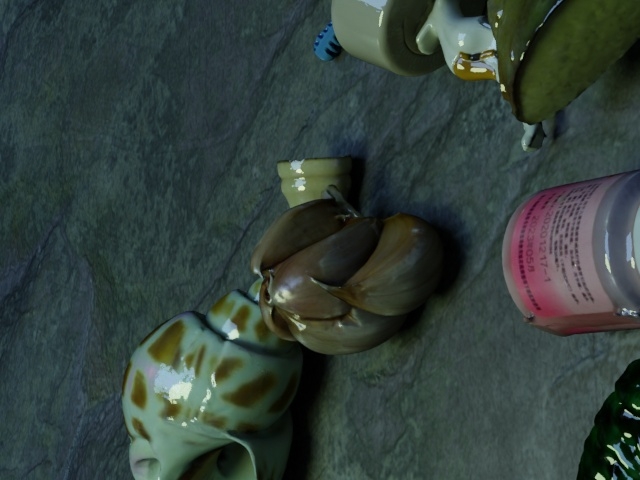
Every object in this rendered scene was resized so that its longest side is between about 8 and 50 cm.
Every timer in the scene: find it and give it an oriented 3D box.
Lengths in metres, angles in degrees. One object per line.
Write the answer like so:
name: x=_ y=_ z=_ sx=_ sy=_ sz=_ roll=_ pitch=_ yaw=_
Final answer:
timer: x=0.159 y=-0.213 z=1.766 sx=0.266 sy=0.175 sz=0.175 roll=38 pitch=117 yaw=37

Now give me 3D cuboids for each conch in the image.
conch: x=-0.120 y=0.201 z=2.054 sx=0.249 sy=0.197 sz=0.368 roll=41 pitch=130 yaw=21

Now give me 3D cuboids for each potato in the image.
potato: x=0.229 y=-0.290 z=1.619 sx=0.269 sy=0.112 sz=0.255 roll=-42 pitch=43 yaw=21

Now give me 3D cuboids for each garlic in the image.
garlic: x=0.032 y=0.051 z=1.884 sx=0.214 sy=0.191 sz=0.160 roll=20 pitch=138 yaw=33

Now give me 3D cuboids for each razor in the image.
razor: x=0.060 y=-0.302 z=2.018 sx=0.253 sy=0.042 sz=0.082 roll=-51 pitch=1 yaw=42

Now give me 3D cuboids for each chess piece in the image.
chess piece: x=0.000 y=0.000 z=2.026 sx=0.090 sy=0.090 sz=0.200 roll=-2 pitch=93 yaw=58

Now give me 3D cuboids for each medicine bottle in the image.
medicine bottle: x=0.280 y=0.009 z=1.495 sx=0.247 sy=0.147 sz=0.147 roll=-11 pitch=74 yaw=57

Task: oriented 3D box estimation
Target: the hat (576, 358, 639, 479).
hat: x=0.368 y=0.217 z=1.278 sx=0.332 sy=0.242 sz=0.274 roll=44 pitch=147 yaw=27
